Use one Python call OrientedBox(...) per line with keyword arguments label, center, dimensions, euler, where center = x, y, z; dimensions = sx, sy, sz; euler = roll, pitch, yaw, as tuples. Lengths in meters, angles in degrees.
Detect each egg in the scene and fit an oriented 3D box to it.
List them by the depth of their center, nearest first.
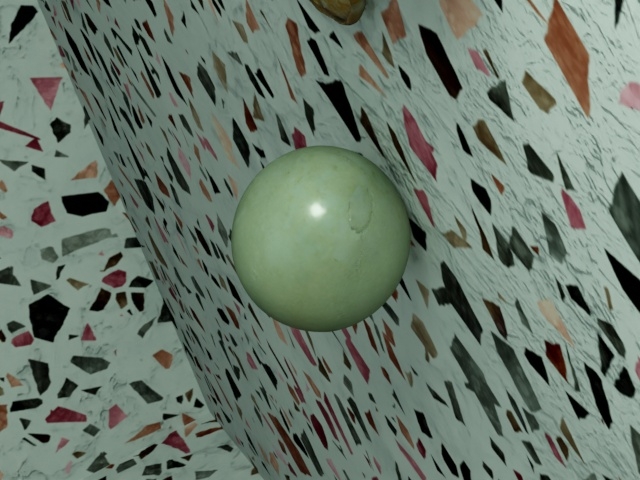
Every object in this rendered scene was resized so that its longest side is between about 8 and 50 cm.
OrientedBox(label="egg", center=(0.000, 0.000, 2.033), dimensions=(0.186, 0.186, 0.253), euler=(60, 164, 13))

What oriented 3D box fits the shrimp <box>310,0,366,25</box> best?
OrientedBox(label="shrimp", center=(-0.041, -0.312, 1.864), dimensions=(0.289, 0.075, 0.178), euler=(44, 164, 21))
